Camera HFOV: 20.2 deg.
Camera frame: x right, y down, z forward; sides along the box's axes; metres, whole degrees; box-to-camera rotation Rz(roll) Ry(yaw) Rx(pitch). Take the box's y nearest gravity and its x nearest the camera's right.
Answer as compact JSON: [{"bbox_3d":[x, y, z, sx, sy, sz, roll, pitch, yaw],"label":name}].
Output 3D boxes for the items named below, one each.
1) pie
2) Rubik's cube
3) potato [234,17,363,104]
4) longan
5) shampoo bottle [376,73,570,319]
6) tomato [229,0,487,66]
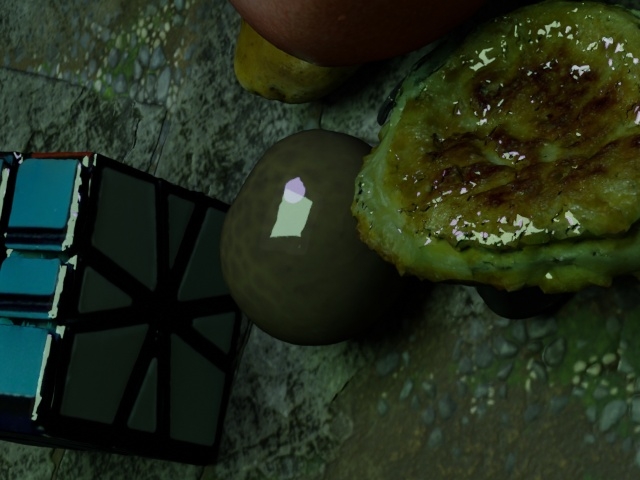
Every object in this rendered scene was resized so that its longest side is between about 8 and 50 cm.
[{"bbox_3d":[0.191,-0.075,1.513,0.355,0.103,0.288,-7,46,18],"label":"pie"},{"bbox_3d":[-0.272,0.070,1.861,0.283,0.293,0.288,3,77,37],"label":"Rubik's cube"},{"bbox_3d":[0.018,-0.310,1.817,0.196,0.176,0.369,22,98,3],"label":"potato"},{"bbox_3d":[0.000,0.000,1.711,0.198,0.198,0.212,49,118,43],"label":"longan"},{"bbox_3d":[0.134,-0.055,1.650,0.101,0.101,0.284,-50,47,21],"label":"shampoo bottle"},{"bbox_3d":[0.018,-0.329,1.569,0.341,0.273,0.341,0,91,33],"label":"tomato"}]
